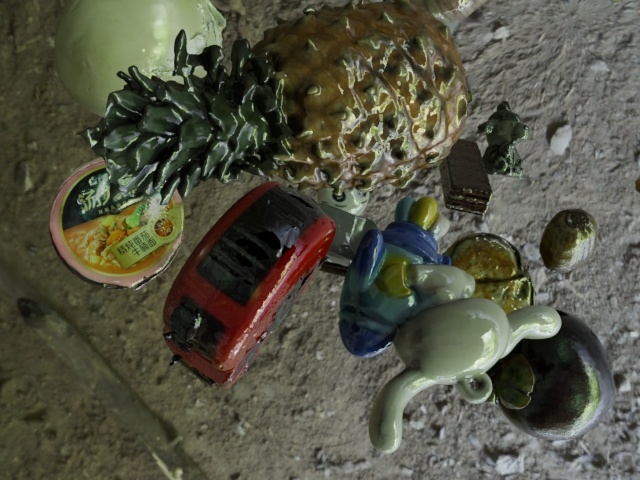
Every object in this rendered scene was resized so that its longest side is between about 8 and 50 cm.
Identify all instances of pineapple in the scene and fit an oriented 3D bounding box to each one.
[{"bbox_3d":[-0.033,-0.088,0.413,0.158,0.278,0.158,44,144,44],"label":"pineapple"}]

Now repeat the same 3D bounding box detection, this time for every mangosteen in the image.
[{"bbox_3d":[0.503,0.311,1.285,0.300,0.300,0.300,9,113,21],"label":"mangosteen"}]

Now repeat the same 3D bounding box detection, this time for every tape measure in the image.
[{"bbox_3d":[-0.086,0.054,0.690,0.114,0.253,0.260,36,158,6],"label":"tape measure"}]

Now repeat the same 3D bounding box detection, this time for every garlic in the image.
[{"bbox_3d":[0.335,-0.770,1.620,0.317,0.259,0.318,9,104,37],"label":"garlic"}]

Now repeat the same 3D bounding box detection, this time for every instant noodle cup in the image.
[{"bbox_3d":[-0.406,-0.043,1.094,0.255,0.243,0.244,13,122,62],"label":"instant noodle cup"}]

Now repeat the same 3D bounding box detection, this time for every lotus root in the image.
[{"bbox_3d":[0.691,0.013,1.572,0.145,0.129,0.260,-15,144,2],"label":"lotus root"}]

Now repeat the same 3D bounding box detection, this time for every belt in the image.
[{"bbox_3d":[0.000,0.000,1.113,0.261,0.184,0.105,15,76,9],"label":"belt"}]

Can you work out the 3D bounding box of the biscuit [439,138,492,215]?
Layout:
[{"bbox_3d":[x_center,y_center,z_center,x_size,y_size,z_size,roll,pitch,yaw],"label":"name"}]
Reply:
[{"bbox_3d":[0.389,-0.190,1.545,0.107,0.388,0.073,12,122,1],"label":"biscuit"}]

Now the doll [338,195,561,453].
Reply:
[{"bbox_3d":[0.161,0.109,0.943,0.366,0.376,0.187,55,139,22],"label":"doll"}]

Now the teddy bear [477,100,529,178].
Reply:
[{"bbox_3d":[0.571,-0.307,1.761,0.144,0.171,0.251,13,113,51],"label":"teddy bear"}]

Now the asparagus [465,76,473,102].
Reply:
[{"bbox_3d":[0.392,-0.420,1.543,0.045,0.178,0.041,1,122,9],"label":"asparagus"}]

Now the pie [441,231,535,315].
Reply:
[{"bbox_3d":[0.499,0.142,1.710,0.339,0.077,0.339,0,91,-5],"label":"pie"}]

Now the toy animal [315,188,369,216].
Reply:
[{"bbox_3d":[0.063,-0.141,1.498,0.138,0.166,0.179,109,148,-58],"label":"toy animal"}]

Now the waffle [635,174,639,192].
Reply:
[{"bbox_3d":[0.510,-0.032,0.557,0.307,0.213,0.091,8,114,-8],"label":"waffle"}]

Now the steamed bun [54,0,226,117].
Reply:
[{"bbox_3d":[-0.351,-0.367,1.127,0.233,0.312,0.334,39,148,7],"label":"steamed bun"}]
